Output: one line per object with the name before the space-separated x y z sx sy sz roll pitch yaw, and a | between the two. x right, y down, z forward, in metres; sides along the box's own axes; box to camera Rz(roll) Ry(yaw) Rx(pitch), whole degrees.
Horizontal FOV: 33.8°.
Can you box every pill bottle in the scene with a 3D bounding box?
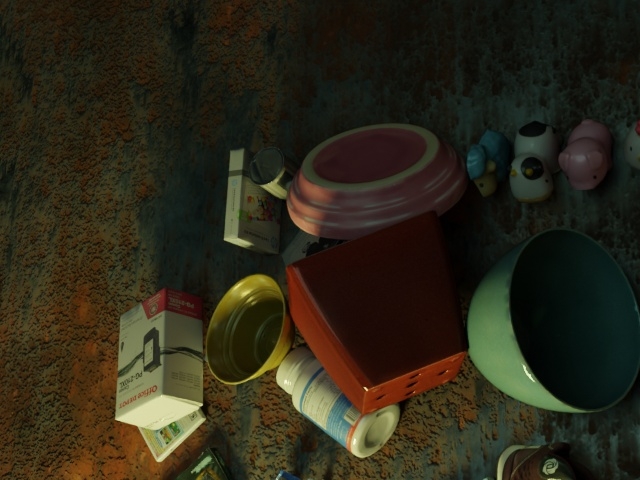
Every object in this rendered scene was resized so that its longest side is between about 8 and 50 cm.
pill bottle | 0.027 0.287 1.928 0.221 0.124 0.124 33 95 34
pill bottle | -0.172 0.181 2.101 0.086 0.086 0.152 27 92 34

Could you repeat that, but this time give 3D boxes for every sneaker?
sneaker | 0.356 0.441 1.645 0.163 0.106 0.281 -28 48 42

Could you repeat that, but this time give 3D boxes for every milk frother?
milk frother | -0.042 -0.143 2.075 0.129 0.135 0.143 17 80 38

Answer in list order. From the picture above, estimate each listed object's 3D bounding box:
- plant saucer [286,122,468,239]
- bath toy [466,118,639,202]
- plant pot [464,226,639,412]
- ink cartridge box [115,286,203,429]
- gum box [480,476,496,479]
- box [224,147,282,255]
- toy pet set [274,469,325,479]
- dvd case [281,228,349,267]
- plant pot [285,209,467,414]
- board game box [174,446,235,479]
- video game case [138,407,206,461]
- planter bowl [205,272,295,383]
plant saucer | 0.096 -0.120 1.897 0.332 0.084 0.332 -10 31 6
bath toy | 0.432 -0.146 1.793 0.348 0.129 0.151 -5 74 30
plant pot | 0.346 0.143 1.704 0.195 0.290 0.290 -25 62 53
ink cartridge box | -0.323 0.240 2.123 0.172 0.100 0.237 -31 51 40
gum box | 0.245 0.512 1.781 0.184 0.041 0.156 -33 63 21
box | -0.132 -0.076 2.110 0.038 0.145 0.186 -4 74 32
toy pet set | -0.040 0.488 1.967 0.114 0.065 0.122 27 95 -1
dvd case | 0.000 0.000 1.994 0.179 0.030 0.238 -53 17 9
plant pot | 0.110 0.142 1.790 0.267 0.267 0.235 -20 70 -8
board game box | -0.248 0.518 2.092 0.186 0.026 0.126 -44 59 15
video game case | -0.323 0.353 2.188 0.143 0.019 0.157 -44 60 14
planter bowl | -0.113 0.178 1.992 0.217 0.090 0.217 -24 53 36
